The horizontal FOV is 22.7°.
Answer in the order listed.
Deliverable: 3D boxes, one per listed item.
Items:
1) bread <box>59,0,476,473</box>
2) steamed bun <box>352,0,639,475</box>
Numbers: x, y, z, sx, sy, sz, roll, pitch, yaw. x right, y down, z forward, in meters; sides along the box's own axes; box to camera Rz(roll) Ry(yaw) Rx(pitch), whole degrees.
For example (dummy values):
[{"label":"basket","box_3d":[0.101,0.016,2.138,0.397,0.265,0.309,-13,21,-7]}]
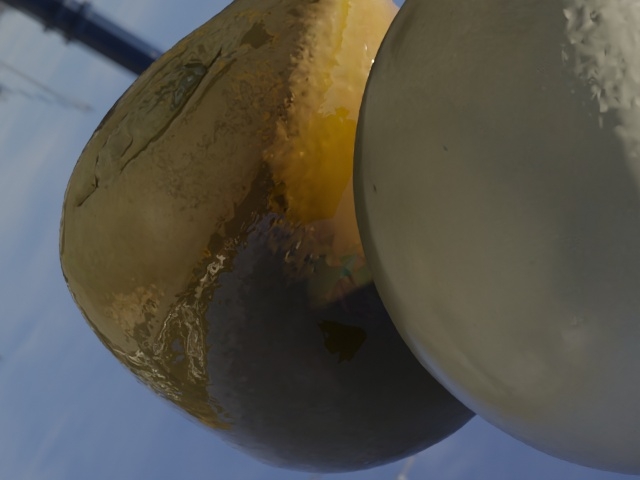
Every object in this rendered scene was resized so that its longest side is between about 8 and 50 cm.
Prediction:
[{"label":"bread","box_3d":[0.000,0.000,1.217,0.348,0.376,0.253,-46,-140,-1]},{"label":"steamed bun","box_3d":[0.176,-0.037,0.853,0.324,0.324,0.206,-65,-171,-16]}]
